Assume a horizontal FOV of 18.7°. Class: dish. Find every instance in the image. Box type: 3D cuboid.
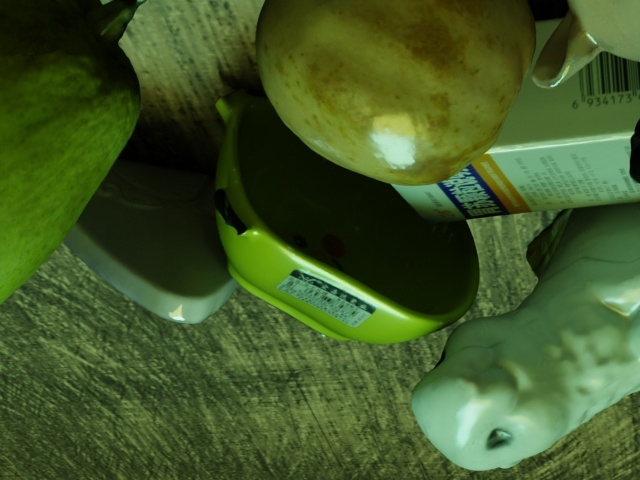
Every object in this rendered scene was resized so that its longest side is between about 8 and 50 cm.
[{"bbox_3d":[0.000,0.000,1.634,0.262,0.221,0.108,23,127,-25],"label":"dish"}]

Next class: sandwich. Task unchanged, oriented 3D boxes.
[{"bbox_3d":[0.253,-0.011,1.873,0.074,0.074,0.116,8,122,-15],"label":"sandwich"}]

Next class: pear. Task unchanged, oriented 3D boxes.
[{"bbox_3d":[-0.285,-0.084,1.402,0.375,0.287,0.287,-30,150,5],"label":"pear"}]

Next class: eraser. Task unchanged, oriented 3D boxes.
[{"bbox_3d":[-0.134,-0.009,1.665,0.204,0.243,0.059,10,114,-21],"label":"eraser"}]

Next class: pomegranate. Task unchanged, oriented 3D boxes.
[{"bbox_3d":[0.049,-0.135,1.363,0.207,0.207,0.207,1,156,0],"label":"pomegranate"}]

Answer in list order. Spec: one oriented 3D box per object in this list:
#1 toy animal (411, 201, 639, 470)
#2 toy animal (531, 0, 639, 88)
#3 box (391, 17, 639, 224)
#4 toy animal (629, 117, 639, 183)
[{"bbox_3d":[0.225,0.072,1.648,0.357,0.194,0.258,-31,-177,-15],"label":"toy animal"},{"bbox_3d":[0.245,-0.202,1.275,0.166,0.154,0.250,-2,160,-15],"label":"toy animal"},{"bbox_3d":[0.203,-0.097,1.528,0.299,0.106,0.200,-5,166,15],"label":"box"},{"bbox_3d":[0.369,-0.084,1.211,0.194,0.302,0.344,40,110,-6],"label":"toy animal"}]
